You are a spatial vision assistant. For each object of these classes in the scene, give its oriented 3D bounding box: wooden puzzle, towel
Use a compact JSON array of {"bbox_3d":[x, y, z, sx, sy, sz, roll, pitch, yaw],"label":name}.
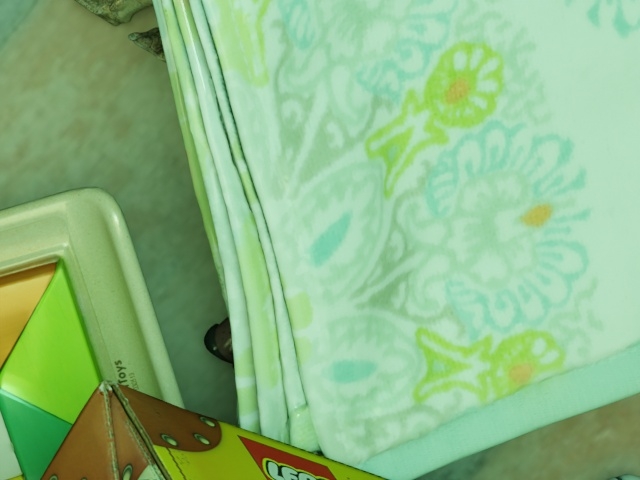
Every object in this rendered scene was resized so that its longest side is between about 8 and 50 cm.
[{"bbox_3d":[-0.190,0.105,0.984,0.239,0.044,0.221,-15,106,4],"label":"wooden puzzle"},{"bbox_3d":[0.105,-0.071,0.932,0.374,0.090,0.320,-19,109,-22],"label":"towel"}]

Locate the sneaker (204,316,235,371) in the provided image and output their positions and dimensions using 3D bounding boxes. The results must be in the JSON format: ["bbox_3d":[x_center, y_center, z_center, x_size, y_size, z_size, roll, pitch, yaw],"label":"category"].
[{"bbox_3d":[0.000,0.000,1.032,0.162,0.106,0.281,-17,101,8],"label":"sneaker"}]

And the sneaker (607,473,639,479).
[{"bbox_3d":[0.116,0.245,1.080,0.091,0.094,0.258,22,102,-7],"label":"sneaker"}]

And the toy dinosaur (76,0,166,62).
[{"bbox_3d":[-0.096,-0.220,0.986,0.296,0.127,0.200,32,94,-10],"label":"toy dinosaur"}]

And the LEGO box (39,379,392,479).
[{"bbox_3d":[0.039,0.333,0.906,0.500,0.193,0.372,24,104,-32],"label":"LEGO box"}]
